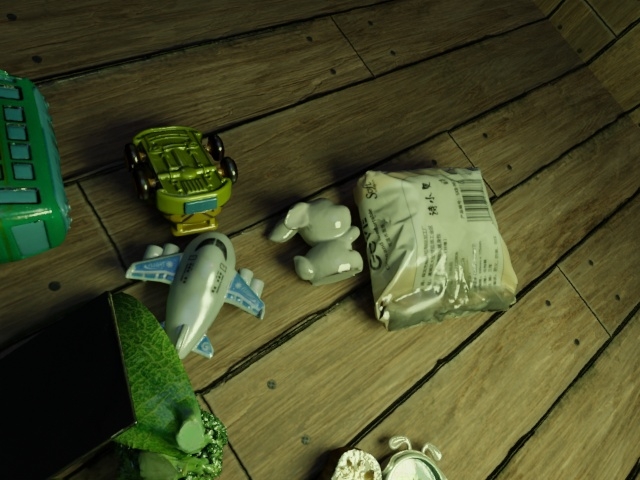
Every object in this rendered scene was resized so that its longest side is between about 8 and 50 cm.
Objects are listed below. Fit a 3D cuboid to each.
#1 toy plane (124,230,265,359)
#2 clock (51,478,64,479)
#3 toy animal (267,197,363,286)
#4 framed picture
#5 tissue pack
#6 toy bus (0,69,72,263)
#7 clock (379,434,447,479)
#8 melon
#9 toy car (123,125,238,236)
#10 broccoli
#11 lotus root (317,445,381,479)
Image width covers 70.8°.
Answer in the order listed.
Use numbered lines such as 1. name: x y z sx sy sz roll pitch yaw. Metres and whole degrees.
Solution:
1. toy plane: -0.235 0.098 0.864 0.267 0.122 0.266 10 62 -19
2. clock: -0.275 0.451 0.623 0.308 0.235 0.096 37 49 -6
3. toy animal: -0.002 0.006 0.993 0.179 0.127 0.192 -20 79 -26
4. framed picture: -0.421 0.243 0.641 0.324 0.013 0.244 -33 49 -2
5. tissue pack: 0.271 0.005 1.062 0.391 0.195 0.375 -3 73 -22
6. toy bus: -0.573 -0.137 0.797 0.200 0.183 0.343 -11 73 -29
7. clock: 0.176 0.491 0.884 0.152 0.062 0.190 20 61 -11
8. melon: -0.301 0.209 0.702 0.324 0.124 0.196 19 58 38
9. toy car: -0.286 -0.122 0.928 0.201 0.142 0.247 -11 50 -26
10. broccoli: -0.249 0.346 0.735 0.196 0.156 0.195 0 91 2
11. lotus root: 0.055 0.455 0.842 0.112 0.081 0.122 35 59 -6
